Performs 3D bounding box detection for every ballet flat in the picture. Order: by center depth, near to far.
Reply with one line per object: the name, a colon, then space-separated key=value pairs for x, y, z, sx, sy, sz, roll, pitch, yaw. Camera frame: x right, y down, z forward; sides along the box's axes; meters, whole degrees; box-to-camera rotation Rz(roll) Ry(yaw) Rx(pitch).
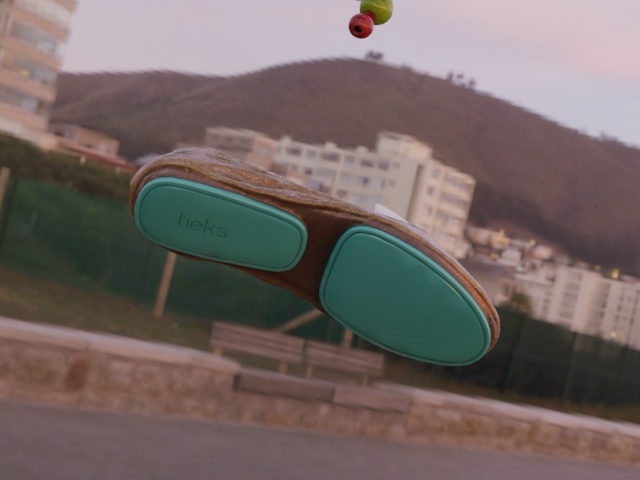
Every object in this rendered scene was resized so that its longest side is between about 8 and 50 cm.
ballet flat: x=0.000 y=0.000 z=1.008 sx=0.342 sy=0.116 sz=0.124 roll=20 pitch=28 yaw=-5

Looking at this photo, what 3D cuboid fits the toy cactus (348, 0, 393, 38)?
toy cactus: x=0.039 y=-0.291 z=0.962 sx=0.112 sy=0.219 sz=0.180 roll=-11 pitch=15 yaw=38
